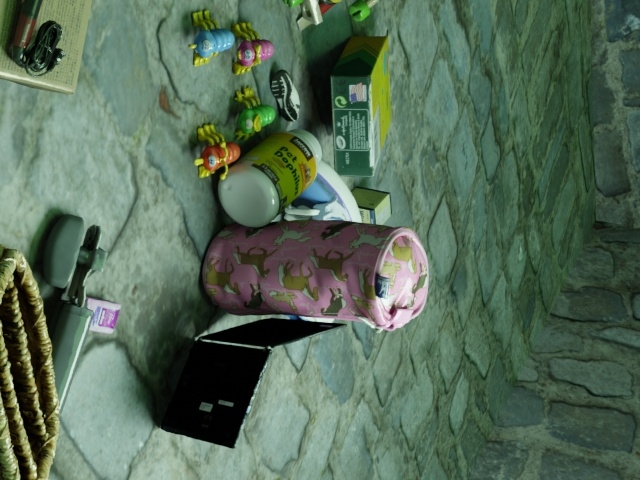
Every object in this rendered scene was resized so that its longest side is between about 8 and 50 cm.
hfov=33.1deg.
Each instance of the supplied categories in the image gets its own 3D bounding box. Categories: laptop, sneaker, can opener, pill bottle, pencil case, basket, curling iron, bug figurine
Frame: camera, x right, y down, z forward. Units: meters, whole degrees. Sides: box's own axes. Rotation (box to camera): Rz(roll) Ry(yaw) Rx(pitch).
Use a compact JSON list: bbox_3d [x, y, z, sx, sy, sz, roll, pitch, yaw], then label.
[{"bbox_3d":[-0.117,0.231,1.821,0.137,0.234,0.264,31,71,-32],"label":"laptop"},{"bbox_3d":[-0.034,0.025,2.041,0.236,0.130,0.322,-42,125,-31],"label":"sneaker"},{"bbox_3d":[-0.375,0.105,1.522,0.095,0.076,0.283,20,84,-26],"label":"can opener"},{"bbox_3d":[-0.081,-0.118,1.894,0.215,0.117,0.117,-47,140,-50],"label":"pill bottle"},{"bbox_3d":[-0.015,0.055,1.821,0.167,0.386,0.160,-50,131,-41],"label":"pencil case"},{"bbox_3d":[-0.063,-0.270,1.967,0.109,0.040,0.043,77,20,-45],"label":"sneaker"},{"bbox_3d":[-0.394,0.158,1.321,0.213,0.223,0.299,-40,134,-49],"label":"basket"},{"bbox_3d":[-0.318,-0.328,1.272,0.068,0.035,0.273,-2,103,-66],"label":"curling iron"},{"bbox_3d":[-0.143,-0.245,1.782,0.216,0.072,0.278,-36,131,-52],"label":"bug figurine"}]

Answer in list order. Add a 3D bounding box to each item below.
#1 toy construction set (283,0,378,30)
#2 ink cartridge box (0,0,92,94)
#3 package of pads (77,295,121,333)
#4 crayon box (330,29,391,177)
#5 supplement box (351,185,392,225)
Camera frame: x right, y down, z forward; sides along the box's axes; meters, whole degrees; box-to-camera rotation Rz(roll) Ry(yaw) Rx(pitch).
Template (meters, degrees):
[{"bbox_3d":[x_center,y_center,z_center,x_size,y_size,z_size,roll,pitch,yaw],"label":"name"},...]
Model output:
[{"bbox_3d":[-0.005,-0.460,1.859,0.237,0.257,0.309,-43,163,-21],"label":"toy construction set"},{"bbox_3d":[-0.371,-0.310,1.312,0.193,0.088,0.234,7,96,-61],"label":"ink cartridge box"},{"bbox_3d":[-0.338,0.111,1.609,0.083,0.032,0.050,22,84,-62],"label":"package of pads"},{"bbox_3d":[0.084,-0.276,2.115,0.318,0.081,0.202,-68,157,-62],"label":"crayon box"},{"bbox_3d":[0.096,-0.066,2.289,0.083,0.083,0.056,-47,139,-46],"label":"supplement box"}]
